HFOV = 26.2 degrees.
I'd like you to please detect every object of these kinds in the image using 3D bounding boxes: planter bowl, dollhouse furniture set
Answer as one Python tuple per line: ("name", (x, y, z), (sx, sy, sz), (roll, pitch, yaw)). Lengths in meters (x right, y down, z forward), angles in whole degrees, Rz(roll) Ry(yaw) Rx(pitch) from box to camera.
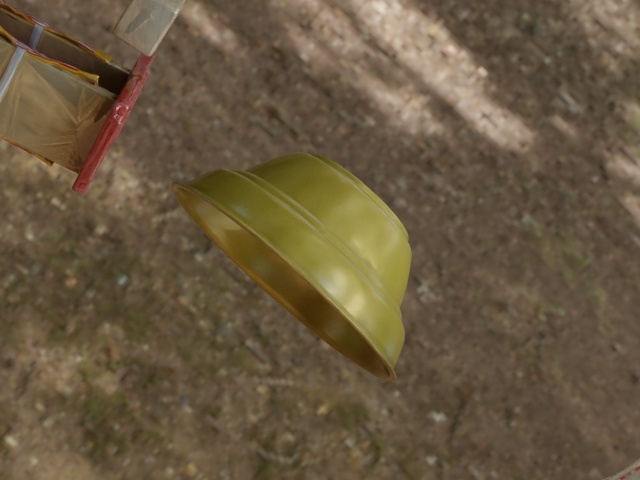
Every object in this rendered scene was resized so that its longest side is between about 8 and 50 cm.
("planter bowl", (0.000, 0.000, 1.011), (0.217, 0.090, 0.217), (40, -9, 7))
("dollhouse furniture set", (-0.219, -0.252, 1.291), (0.201, 0.374, 0.152), (28, 24, -10))

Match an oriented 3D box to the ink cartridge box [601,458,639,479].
("ink cartridge box", (0.220, 0.225, 0.900), (0.100, 0.172, 0.237), (59, 4, 0))
